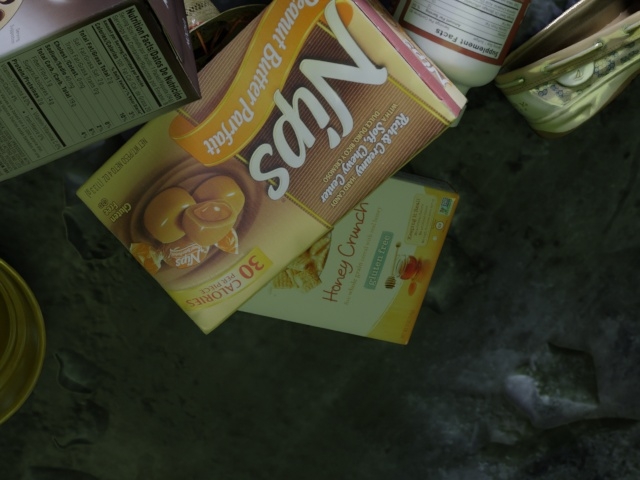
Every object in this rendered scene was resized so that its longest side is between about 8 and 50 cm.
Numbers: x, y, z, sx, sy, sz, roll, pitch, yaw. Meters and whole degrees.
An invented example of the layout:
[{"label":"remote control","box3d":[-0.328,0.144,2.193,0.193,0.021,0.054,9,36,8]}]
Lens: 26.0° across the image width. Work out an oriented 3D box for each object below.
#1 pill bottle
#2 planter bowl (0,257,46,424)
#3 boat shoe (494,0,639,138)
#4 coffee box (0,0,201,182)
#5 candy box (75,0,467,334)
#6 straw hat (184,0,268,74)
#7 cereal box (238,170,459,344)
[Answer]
[{"label":"pill bottle","box3d":[0.130,-0.221,1.292,0.121,0.121,0.216,18,107,-20]},{"label":"planter bowl","box3d":[-0.370,0.081,1.309,0.217,0.090,0.217,-5,112,-12]},{"label":"boat shoe","box3d":[0.297,-0.220,1.343,0.285,0.104,0.089,-44,117,7]},{"label":"coffee box","box3d":[-0.262,-0.151,1.161,0.297,0.168,0.119,-22,132,7]},{"label":"candy box","box3d":[-0.046,-0.084,1.258,0.316,0.087,0.183,-41,95,19]},{"label":"straw hat","box3d":[-0.120,-0.190,1.273,0.144,0.144,0.061,-36,77,2]},{"label":"cereal box","box3d":[0.000,0.000,1.390,0.240,0.047,0.173,12,108,-18]}]
